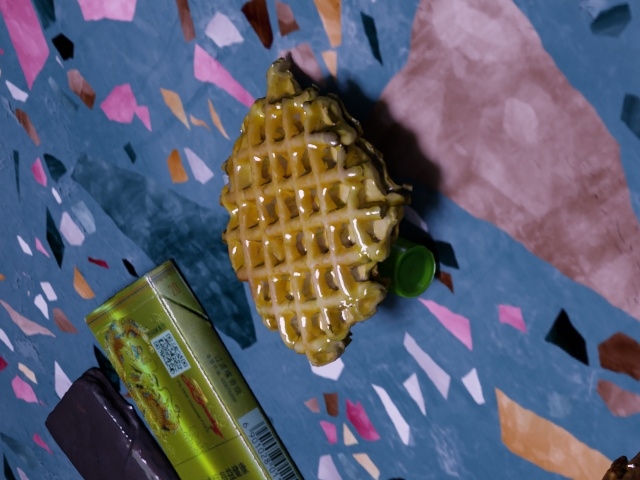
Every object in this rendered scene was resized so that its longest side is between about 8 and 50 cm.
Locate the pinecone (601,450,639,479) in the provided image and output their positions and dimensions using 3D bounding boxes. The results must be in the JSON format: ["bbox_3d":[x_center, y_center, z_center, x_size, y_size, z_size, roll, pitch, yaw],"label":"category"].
[{"bbox_3d":[0.285,0.231,1.470,0.174,0.174,0.173,30,135,35],"label":"pinecone"}]

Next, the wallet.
[{"bbox_3d":[-0.217,0.304,2.223,0.309,0.042,0.165,53,146,10],"label":"wallet"}]

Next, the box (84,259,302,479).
[{"bbox_3d":[-0.134,0.185,2.036,0.311,0.043,0.173,59,145,1],"label":"box"}]

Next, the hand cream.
[{"bbox_3d":[-0.001,0.001,1.751,0.275,0.050,0.079,19,103,49],"label":"hand cream"}]

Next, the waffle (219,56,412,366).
[{"bbox_3d":[-0.016,-0.022,1.685,0.245,0.052,0.254,53,138,34],"label":"waffle"}]
